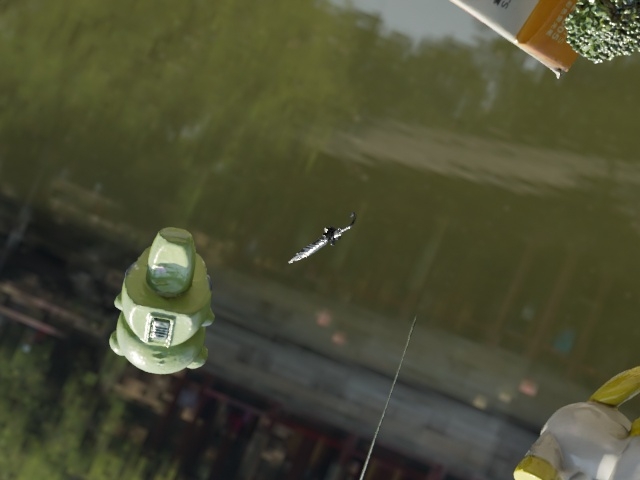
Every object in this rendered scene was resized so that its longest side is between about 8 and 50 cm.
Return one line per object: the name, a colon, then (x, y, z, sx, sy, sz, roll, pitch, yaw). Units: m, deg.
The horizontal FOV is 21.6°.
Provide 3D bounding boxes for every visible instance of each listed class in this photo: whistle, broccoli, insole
whistle: (-0.158, 0.061, 1.701, 0.105, 0.085, 0.227, 10, 140, -3)
broccoli: (0.236, -0.184, 1.289, 0.095, 0.092, 0.097, 4, 130, 12)
insole: (0.058, 0.165, 1.569, 0.003, 0.232, 0.080, 18, -145, 3)

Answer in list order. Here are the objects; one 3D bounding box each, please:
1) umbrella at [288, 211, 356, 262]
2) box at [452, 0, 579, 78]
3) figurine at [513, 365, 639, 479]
umbrella: (-0.001, 0.004, 1.831, 0.022, 0.022, 0.149, 26, 146, -20)
box: (0.201, -0.313, 1.467, 0.091, 0.274, 0.221, 22, -164, -45)
figurine: (0.218, 0.163, 1.146, 0.109, 0.129, 0.178, 24, -171, -28)
